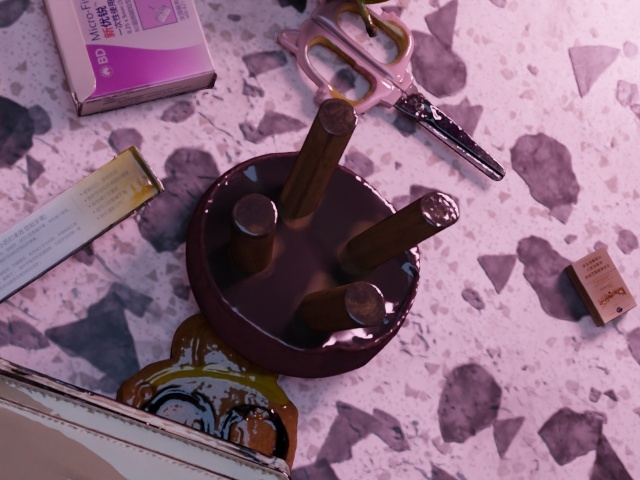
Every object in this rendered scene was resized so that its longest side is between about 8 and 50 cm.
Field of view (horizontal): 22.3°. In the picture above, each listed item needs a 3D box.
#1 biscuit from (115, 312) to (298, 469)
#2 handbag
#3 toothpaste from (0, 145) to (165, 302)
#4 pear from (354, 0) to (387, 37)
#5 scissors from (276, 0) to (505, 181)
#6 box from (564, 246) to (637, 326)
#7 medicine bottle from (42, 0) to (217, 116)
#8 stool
[{"bbox_3d":[-0.126,0.219,1.773,0.208,0.041,0.290,13,72,-12],"label":"biscuit"},{"bbox_3d":[-0.227,0.282,1.645,0.358,0.160,0.237,20,85,-3],"label":"handbag"},{"bbox_3d":[-0.314,0.013,1.749,0.313,0.089,0.071,-36,95,-22],"label":"toothpaste"},{"bbox_3d":[0.050,-0.346,1.914,0.180,0.166,0.216,12,83,-29],"label":"pear"},{"bbox_3d":[0.096,-0.174,1.949,0.317,0.024,0.160,40,67,-3],"label":"scissors"},{"bbox_3d":[0.338,0.056,1.957,0.053,0.024,0.083,-25,85,-20],"label":"box"},{"bbox_3d":[-0.227,-0.253,1.863,0.171,0.052,0.201,-14,78,-18],"label":"medicine bottle"},{"bbox_3d":[0.000,0.000,1.778,0.272,0.178,0.272,8,65,-18],"label":"stool"}]
